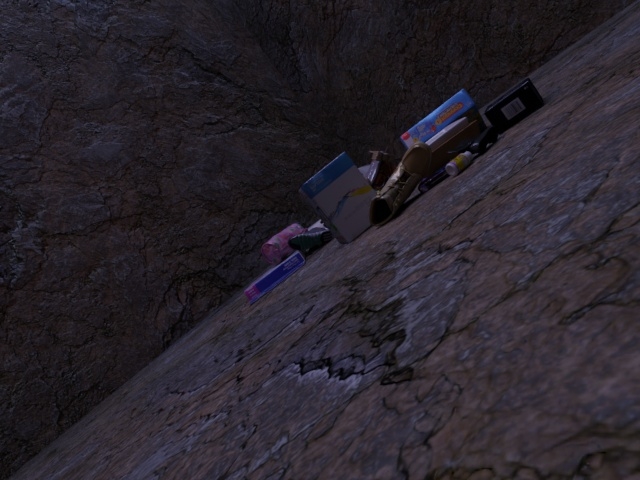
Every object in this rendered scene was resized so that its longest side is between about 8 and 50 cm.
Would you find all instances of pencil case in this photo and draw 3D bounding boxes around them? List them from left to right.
[{"bbox_3d":[-0.172,0.011,2.151,0.124,0.124,0.284,-34,2,39],"label":"pencil case"}]

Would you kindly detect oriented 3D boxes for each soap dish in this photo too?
[{"bbox_3d":[0.447,-0.329,1.575,0.228,0.118,0.291,-37,4,5],"label":"soap dish"}]

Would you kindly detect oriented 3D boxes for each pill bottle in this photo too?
[{"bbox_3d":[0.411,-0.228,1.267,0.083,0.043,0.043,-39,4,-18],"label":"pill bottle"}]

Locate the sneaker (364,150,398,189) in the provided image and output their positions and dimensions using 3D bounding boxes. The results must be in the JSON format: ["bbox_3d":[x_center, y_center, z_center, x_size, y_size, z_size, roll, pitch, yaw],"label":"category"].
[{"bbox_3d":[0.313,-0.297,2.023,0.124,0.180,0.321,-47,10,41],"label":"sneaker"}]

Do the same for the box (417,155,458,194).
[{"bbox_3d":[0.395,-0.218,1.399,0.162,0.029,0.116,-34,6,26],"label":"box"}]

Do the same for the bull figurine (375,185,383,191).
[{"bbox_3d":[0.348,-0.317,2.424,0.310,0.101,0.188,-34,2,31],"label":"bull figurine"}]

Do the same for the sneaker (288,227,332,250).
[{"bbox_3d":[-0.059,-0.012,2.086,0.223,0.083,0.098,-10,24,-20],"label":"sneaker"}]

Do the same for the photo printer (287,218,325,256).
[{"bbox_3d":[-0.043,-0.023,2.391,0.307,0.107,0.256,-35,4,26],"label":"photo printer"}]

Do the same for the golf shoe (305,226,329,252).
[{"bbox_3d":[0.000,0.000,2.170,0.186,0.067,0.086,-38,29,0],"label":"golf shoe"}]

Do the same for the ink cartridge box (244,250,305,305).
[{"bbox_3d":[-0.216,0.163,2.077,0.324,0.071,0.330,-37,3,1],"label":"ink cartridge box"}]

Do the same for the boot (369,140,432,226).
[{"bbox_3d":[0.251,-0.177,1.371,0.203,0.095,0.262,-43,-13,-49],"label":"boot"}]

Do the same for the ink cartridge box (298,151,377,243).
[{"bbox_3d":[0.082,-0.151,1.615,0.197,0.270,0.198,-39,4,-7],"label":"ink cartridge box"}]

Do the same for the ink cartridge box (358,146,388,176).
[{"bbox_3d":[0.248,-0.357,2.531,0.385,0.091,0.308,-54,-12,-18],"label":"ink cartridge box"}]

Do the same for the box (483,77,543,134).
[{"bbox_3d":[0.639,-0.446,1.420,0.156,0.093,0.158,-35,6,34],"label":"box"}]

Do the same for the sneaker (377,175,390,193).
[{"bbox_3d":[0.315,-0.234,1.771,0.234,0.097,0.084,-40,6,-39],"label":"sneaker"}]

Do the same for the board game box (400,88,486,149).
[{"bbox_3d":[0.530,-0.464,1.832,0.308,0.086,0.301,-36,-19,23],"label":"board game box"}]

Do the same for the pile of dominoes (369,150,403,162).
[{"bbox_3d":[0.354,-0.353,1.936,0.196,0.250,0.040,-132,55,-72],"label":"pile of dominoes"}]

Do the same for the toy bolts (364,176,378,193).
[{"bbox_3d":[0.193,-0.160,1.828,0.228,0.219,0.158,5,-14,-44],"label":"toy bolts"}]

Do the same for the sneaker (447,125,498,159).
[{"bbox_3d":[0.475,-0.302,1.333,0.089,0.051,0.170,1,35,49],"label":"sneaker"}]

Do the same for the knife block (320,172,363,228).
[{"bbox_3d":[0.102,-0.180,2.079,0.241,0.276,0.088,-3,19,23],"label":"knife block"}]
